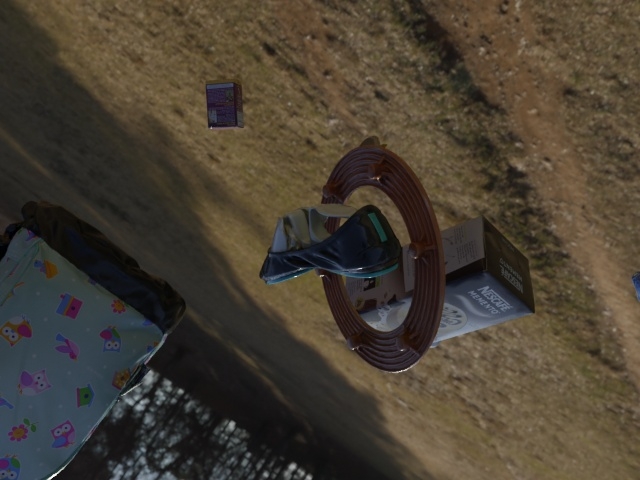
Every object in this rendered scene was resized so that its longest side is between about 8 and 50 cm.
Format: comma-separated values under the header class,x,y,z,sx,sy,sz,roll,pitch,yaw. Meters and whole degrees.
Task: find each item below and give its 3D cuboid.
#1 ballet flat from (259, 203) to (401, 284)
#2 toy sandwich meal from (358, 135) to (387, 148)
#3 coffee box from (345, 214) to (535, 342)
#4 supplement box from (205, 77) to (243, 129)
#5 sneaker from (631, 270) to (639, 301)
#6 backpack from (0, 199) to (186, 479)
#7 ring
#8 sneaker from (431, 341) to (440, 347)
class,x,y,z,sx,sy,sz,roll,pitch,yaw
ballet flat,0.000,0.000,0.883,0.280,0.095,0.096,-10,101,53
toy sandwich meal,0.085,-0.135,1.134,0.029,0.085,0.086,17,173,-26
coffee box,0.208,0.089,1.212,0.297,0.118,0.168,-24,134,36
supplement box,-0.166,-0.236,1.167,0.055,0.083,0.043,-1,-175,12
sneaker,0.790,0.142,1.552,0.211,0.080,0.081,47,-174,-30
backpack,-0.198,0.078,0.471,0.152,0.182,0.115,41,161,-19
ring,0.069,0.029,0.992,0.337,0.032,0.336,24,118,58
sneaker,0.312,0.160,1.591,0.094,0.234,0.153,20,-175,-22
